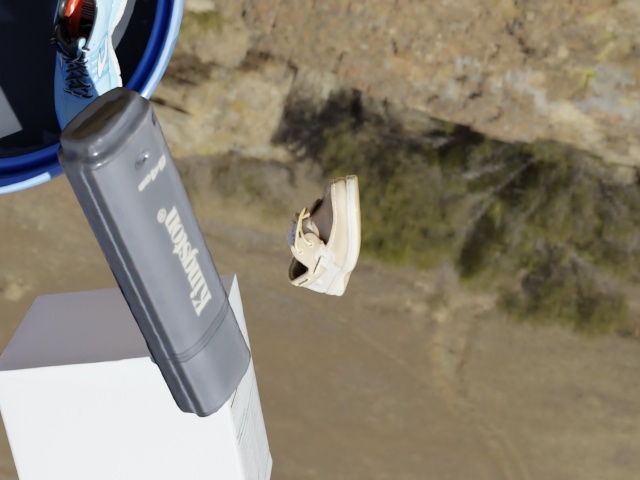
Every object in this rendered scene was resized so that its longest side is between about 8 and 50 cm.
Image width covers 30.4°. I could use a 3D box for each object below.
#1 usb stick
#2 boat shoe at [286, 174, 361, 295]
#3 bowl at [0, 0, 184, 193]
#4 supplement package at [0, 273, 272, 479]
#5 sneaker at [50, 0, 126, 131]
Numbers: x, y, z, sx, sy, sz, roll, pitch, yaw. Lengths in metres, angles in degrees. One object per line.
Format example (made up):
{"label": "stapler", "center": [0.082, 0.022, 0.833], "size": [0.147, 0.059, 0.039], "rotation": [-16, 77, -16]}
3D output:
{"label": "usb stick", "center": [-0.108, 0.019, 0.819], "size": [0.045, 0.077, 0.278], "rotation": [19, 144, 32]}
{"label": "boat shoe", "center": [0.000, 0.000, 1.005], "size": [0.059, 0.063, 0.170], "rotation": [3, 150, -5]}
{"label": "bowl", "center": [-0.311, -0.237, 1.052], "size": [0.391, 0.391, 0.077], "rotation": [15, -174, 1]}
{"label": "supplement package", "center": [-0.158, 0.158, 1.044], "size": [0.194, 0.149, 0.203], "rotation": [-6, 113, 5]}
{"label": "sneaker", "center": [-0.210, -0.161, 1.009], "size": [0.063, 0.162, 0.073], "rotation": [10, -162, 12]}
